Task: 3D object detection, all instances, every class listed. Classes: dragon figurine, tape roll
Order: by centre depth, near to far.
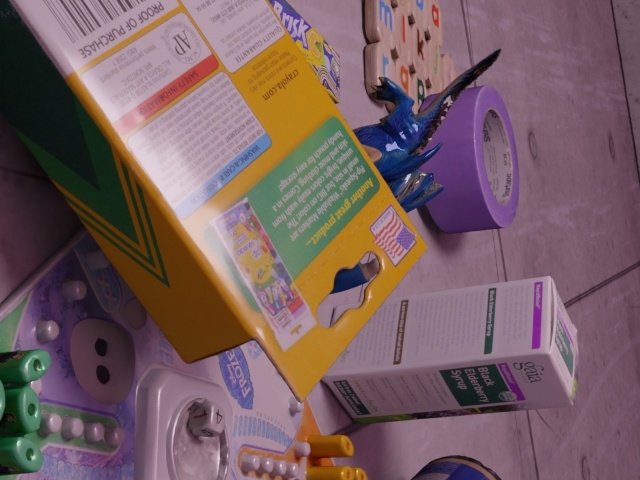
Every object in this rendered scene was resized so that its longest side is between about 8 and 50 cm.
[{"bbox_3d":[0.072,-0.079,1.095,0.085,0.289,0.144,78,-12,-57],"label":"dragon figurine"},{"bbox_3d":[0.197,-0.106,1.456,0.189,0.080,0.189,22,66,-62],"label":"tape roll"}]

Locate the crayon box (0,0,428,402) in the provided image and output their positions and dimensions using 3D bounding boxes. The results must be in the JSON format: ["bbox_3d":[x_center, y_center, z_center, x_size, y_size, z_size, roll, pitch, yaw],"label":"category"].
[{"bbox_3d":[-0.078,-0.063,0.781,0.323,0.083,0.203,56,44,-11],"label":"crayon box"}]

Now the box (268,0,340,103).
[{"bbox_3d":[-0.041,-0.187,1.064,0.169,0.054,0.059,34,52,-56],"label":"box"}]

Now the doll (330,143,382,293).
[{"bbox_3d":[0.000,0.000,1.002,0.046,0.129,0.189,-69,178,-65],"label":"doll"}]

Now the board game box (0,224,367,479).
[{"bbox_3d":[-0.093,0.161,0.851,0.390,0.050,0.390,-56,132,-55],"label":"board game box"}]

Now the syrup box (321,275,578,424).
[{"bbox_3d":[0.131,0.113,1.108,0.093,0.236,0.096,56,35,-42],"label":"syrup box"}]

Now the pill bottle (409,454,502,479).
[{"bbox_3d":[0.112,0.313,1.135,0.219,0.122,0.123,-22,101,-62],"label":"pill bottle"}]

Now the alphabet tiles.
[{"bbox_3d":[0.124,-0.213,1.445,0.284,0.021,0.278,24,63,-60],"label":"alphabet tiles"}]
